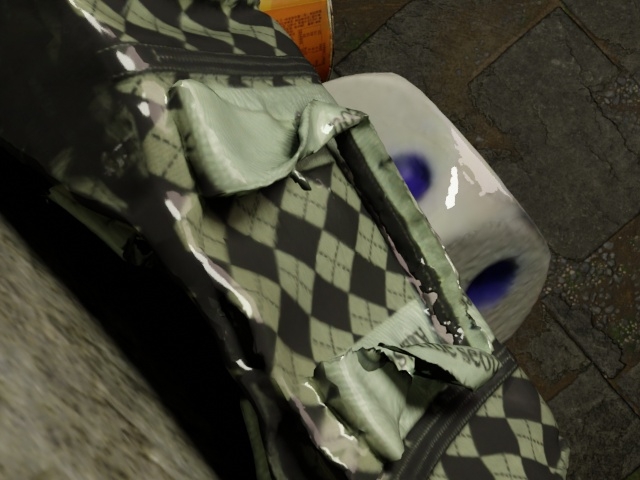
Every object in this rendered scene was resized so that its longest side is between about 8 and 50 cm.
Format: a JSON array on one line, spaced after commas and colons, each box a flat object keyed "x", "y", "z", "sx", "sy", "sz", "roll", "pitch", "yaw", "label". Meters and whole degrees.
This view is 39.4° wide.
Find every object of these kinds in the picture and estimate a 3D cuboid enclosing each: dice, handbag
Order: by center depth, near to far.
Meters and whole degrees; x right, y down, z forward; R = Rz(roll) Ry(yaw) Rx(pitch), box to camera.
[{"x": -0.018, "y": 0.026, "z": 0.529, "sx": 0.416, "sy": 0.180, "sz": 0.317, "roll": 54, "pitch": 13, "yaw": 4, "label": "handbag"}, {"x": 0.067, "y": -0.003, "z": 0.957, "sx": 0.259, "sy": 0.251, "sz": 0.243, "roll": 53, "pitch": 7, "yaw": 38, "label": "dice"}]

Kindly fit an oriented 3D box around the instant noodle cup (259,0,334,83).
[{"x": -0.112, "y": -0.288, "z": 1.131, "sx": 0.296, "sy": 0.214, "sz": 0.296, "roll": 169, "pitch": -90, "yaw": -80, "label": "instant noodle cup"}]
